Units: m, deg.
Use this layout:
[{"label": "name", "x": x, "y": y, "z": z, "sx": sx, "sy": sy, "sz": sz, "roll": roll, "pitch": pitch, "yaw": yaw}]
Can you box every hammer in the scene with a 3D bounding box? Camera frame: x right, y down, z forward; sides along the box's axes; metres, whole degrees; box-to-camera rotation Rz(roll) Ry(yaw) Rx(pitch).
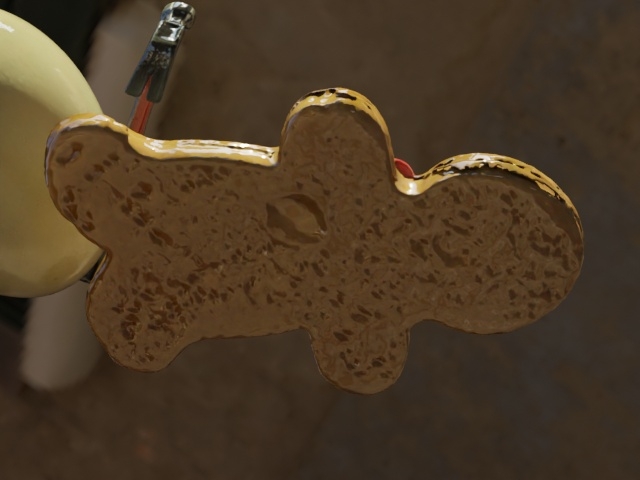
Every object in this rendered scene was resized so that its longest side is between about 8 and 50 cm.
[{"label": "hammer", "x": -0.179, "y": -0.079, "z": 1.779, "sx": 0.111, "sy": 0.033, "sz": 0.288, "roll": -73, "pitch": 5, "yaw": -56}]

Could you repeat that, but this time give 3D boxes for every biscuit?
[{"label": "biscuit", "x": 0.000, "y": 0.000, "z": 1.237, "sx": 0.047, "sy": 0.339, "sz": 0.216, "roll": -73, "pitch": -25, "yaw": -57}]

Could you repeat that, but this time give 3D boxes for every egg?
[{"label": "egg", "x": -0.250, "y": -0.067, "z": 1.424, "sx": 0.186, "sy": 0.242, "sz": 0.186, "roll": -40, "pitch": -6, "yaw": -5}]
